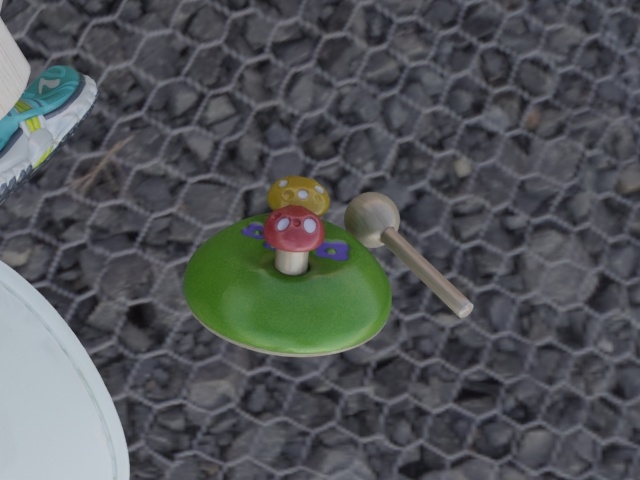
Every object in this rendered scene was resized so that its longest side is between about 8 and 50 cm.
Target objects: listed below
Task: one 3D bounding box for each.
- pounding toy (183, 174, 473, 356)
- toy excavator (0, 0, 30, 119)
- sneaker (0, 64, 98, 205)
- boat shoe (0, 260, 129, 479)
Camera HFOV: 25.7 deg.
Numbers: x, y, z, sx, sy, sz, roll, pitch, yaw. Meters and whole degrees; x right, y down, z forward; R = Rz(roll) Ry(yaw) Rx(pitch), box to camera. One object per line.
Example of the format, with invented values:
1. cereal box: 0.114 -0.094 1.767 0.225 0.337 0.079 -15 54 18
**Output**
1. pounding toy: 0.000 0.000 1.213 0.236 0.183 0.110 -11 125 -29
2. toy excavator: -0.275 -0.316 0.830 0.445 0.222 0.433 29 73 18
3. sneaker: -0.269 -0.100 1.162 0.110 0.107 0.275 46 24 -8
4. boat shoe: -0.223 0.036 0.651 0.319 0.099 0.116 41 69 -23
